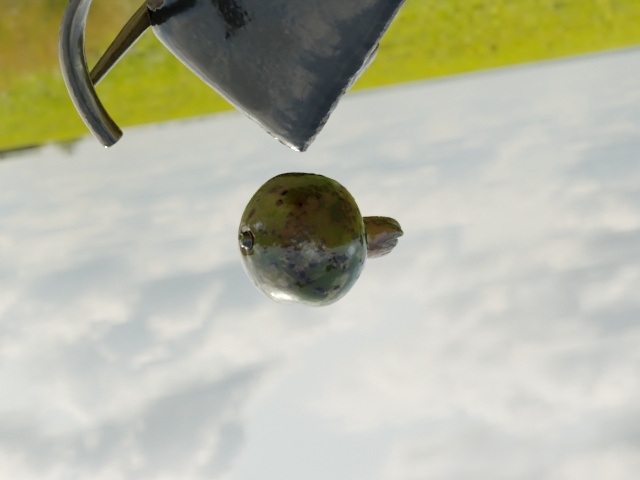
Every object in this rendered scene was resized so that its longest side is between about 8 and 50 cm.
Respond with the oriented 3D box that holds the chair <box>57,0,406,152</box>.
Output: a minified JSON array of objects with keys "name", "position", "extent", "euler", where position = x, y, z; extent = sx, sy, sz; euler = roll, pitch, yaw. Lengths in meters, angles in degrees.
[{"name":"chair","position":[-0.036,-0.166,1.326],"extent":[0.188,0.166,0.272],"euler":[-55,176,40]}]

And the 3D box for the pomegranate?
[{"name":"pomegranate","position":[0.000,0.001,1.005],"extent":[0.084,0.073,0.073],"euler":[9,-177,-1]}]
